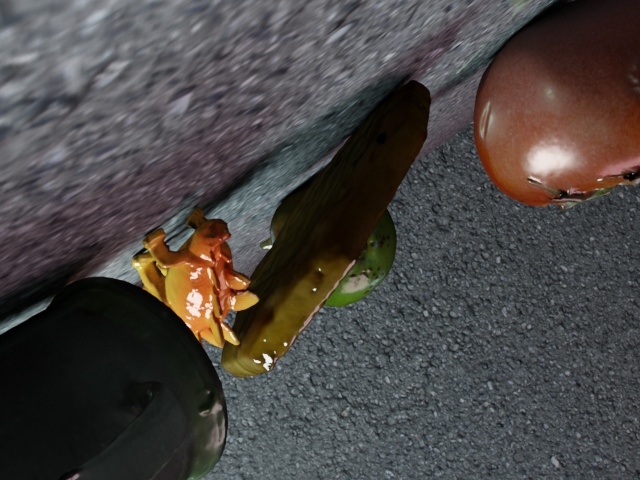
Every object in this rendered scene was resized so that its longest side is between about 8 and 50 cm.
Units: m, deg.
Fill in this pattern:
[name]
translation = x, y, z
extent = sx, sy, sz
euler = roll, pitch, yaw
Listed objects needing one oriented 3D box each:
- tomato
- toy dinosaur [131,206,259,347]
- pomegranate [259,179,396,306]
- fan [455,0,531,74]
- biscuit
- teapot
[tomato]
translation = 0.363, -0.196, 1.224
extent = 0.341, 0.273, 0.341
euler = -21, 179, -1
[toy dinosaur]
translation = -0.114, 0.051, 0.769
extent = 0.070, 0.117, 0.288
euler = -36, 176, -29
[pomegranate]
translation = 0.000, 0.000, 1.208
extent = 0.181, 0.181, 0.224
euler = -35, -160, -26
[fan]
translation = 0.213, -0.248, 0.839
extent = 0.182, 0.010, 0.310
euler = -34, 175, -34
[biscuit]
translation = 0.001, -0.013, 0.880
extent = 0.359, 0.046, 0.359
euler = -54, -172, 11
[teapot]
translation = -0.191, 0.152, 0.537
extent = 0.270, 0.200, 0.337
euler = -25, -173, 37
